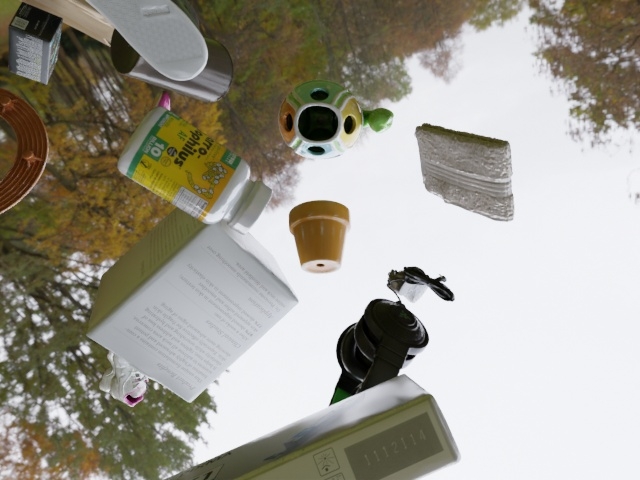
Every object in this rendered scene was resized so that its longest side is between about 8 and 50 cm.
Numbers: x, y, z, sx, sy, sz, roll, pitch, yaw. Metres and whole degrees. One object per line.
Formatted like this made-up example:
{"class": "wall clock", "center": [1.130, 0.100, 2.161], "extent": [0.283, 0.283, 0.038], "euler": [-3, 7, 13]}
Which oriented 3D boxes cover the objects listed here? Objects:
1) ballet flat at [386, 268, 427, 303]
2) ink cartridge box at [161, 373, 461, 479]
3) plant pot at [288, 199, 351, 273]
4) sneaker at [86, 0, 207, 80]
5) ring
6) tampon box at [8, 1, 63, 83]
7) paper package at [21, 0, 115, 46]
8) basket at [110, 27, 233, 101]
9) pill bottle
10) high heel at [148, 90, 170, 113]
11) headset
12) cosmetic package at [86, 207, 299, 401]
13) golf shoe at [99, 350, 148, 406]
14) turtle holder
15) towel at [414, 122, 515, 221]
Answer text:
{"class": "ballet flat", "center": [0.220, 0.111, 1.152], "extent": [0.058, 0.250, 0.084], "euler": [34, -84, 28]}
{"class": "ink cartridge box", "center": [-0.028, 0.232, 0.490], "extent": [0.296, 0.066, 0.261], "euler": [-22, 170, -3]}
{"class": "plant pot", "center": [0.000, 0.000, 1.459], "extent": [0.205, 0.205, 0.188], "euler": [-11, -117, 19]}
{"class": "sneaker", "center": [-0.261, -0.344, 0.580], "extent": [0.104, 0.295, 0.147], "euler": [-37, -149, 5]}
{"class": "ring", "center": [-0.739, -0.186, 0.919], "extent": [0.337, 0.336, 0.032], "euler": [-37, 172, -20]}
{"class": "tampon box", "center": [-0.811, -0.557, 1.292], "extent": [0.161, 0.101, 0.120], "euler": [-44, -141, 46]}
{"class": "paper package", "center": [-0.697, -0.806, 1.349], "extent": [0.168, 0.309, 0.324], "euler": [-2, -106, 49]}
{"class": "basket", "center": [-0.357, -0.431, 1.079], "extent": [0.204, 0.154, 0.227], "euler": [32, -159, 29]}
{"class": "pill bottle", "center": [-0.183, -0.098, 0.694], "extent": [0.117, 0.208, 0.117], "euler": [-50, -162, 22]}
{"class": "high heel", "center": [-0.350, -0.234, 1.058], "extent": [0.244, 0.117, 0.082], "euler": [-55, -151, 40]}
{"class": "headset", "center": [0.141, 0.211, 0.896], "extent": [0.185, 0.243, 0.394], "euler": [29, -124, 0]}
{"class": "cosmetic package", "center": [-0.337, 0.130, 1.221], "extent": [0.394, 0.329, 0.327], "euler": [-42, -151, 0]}
{"class": "golf shoe", "center": [-0.549, 0.369, 1.330], "extent": [0.140, 0.306, 0.115], "euler": [38, -144, 12]}
{"class": "turtle holder", "center": [0.029, -0.345, 1.369], "extent": [0.243, 0.320, 0.227], "euler": [-61, -174, 17]}
{"class": "towel", "center": [0.323, -0.164, 1.048], "extent": [0.049, 0.187, 0.282], "euler": [-28, -149, -17]}
